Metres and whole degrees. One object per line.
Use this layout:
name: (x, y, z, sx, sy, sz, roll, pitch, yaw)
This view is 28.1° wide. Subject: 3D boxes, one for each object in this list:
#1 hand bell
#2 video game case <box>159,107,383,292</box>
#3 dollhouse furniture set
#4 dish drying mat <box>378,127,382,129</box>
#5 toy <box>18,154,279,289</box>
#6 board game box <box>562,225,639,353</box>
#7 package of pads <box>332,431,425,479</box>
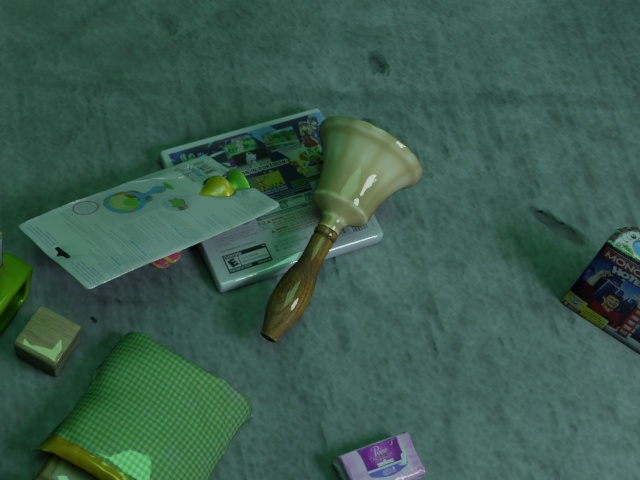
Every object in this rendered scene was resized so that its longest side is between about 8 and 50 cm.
hand bell: (0.000, 0.000, 1.365, 0.126, 0.126, 0.242, 28, 71, 5)
video game case: (-0.056, -0.049, 1.441, 0.201, 0.023, 0.183, -18, 66, -20)
dollhouse furniture set: (-0.226, 0.138, 1.220, 0.301, 0.151, 0.198, 28, 59, 4)
dish drying mat: (0.056, -0.098, 1.502, 0.032, 0.008, 0.083, 8, 58, -9)
toy: (-0.175, -0.010, 1.342, 0.237, 0.056, 0.137, -27, 44, -31)
board game box: (0.384, 0.058, 1.374, 0.194, 0.194, 0.060, 34, 59, 7)
package of pads: (0.059, 0.230, 1.298, 0.083, 0.032, 0.050, -16, 67, -20)
